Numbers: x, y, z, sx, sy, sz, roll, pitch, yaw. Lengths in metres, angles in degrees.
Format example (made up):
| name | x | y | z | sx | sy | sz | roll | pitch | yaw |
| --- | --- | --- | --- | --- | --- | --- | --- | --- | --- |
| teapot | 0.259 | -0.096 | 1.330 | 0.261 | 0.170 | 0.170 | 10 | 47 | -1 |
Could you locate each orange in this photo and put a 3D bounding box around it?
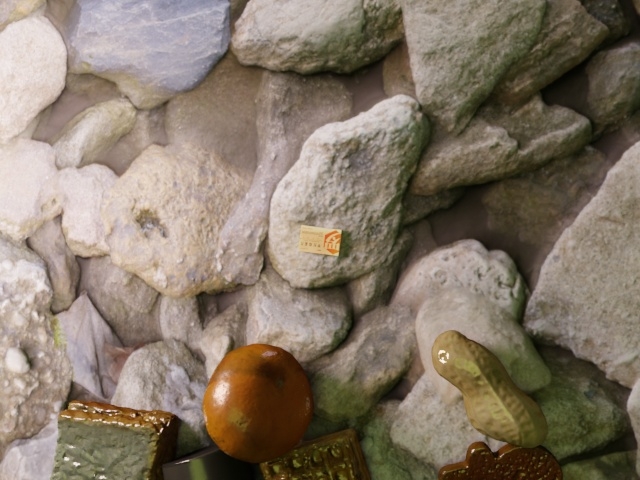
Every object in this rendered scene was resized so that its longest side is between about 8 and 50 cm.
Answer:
| name | x | y | z | sx | sy | sz | roll | pitch | yaw |
| --- | --- | --- | --- | --- | --- | --- | --- | --- | --- |
| orange | -0.130 | 0.328 | 1.198 | 0.171 | 0.240 | 0.240 | -31 | 81 | 42 |

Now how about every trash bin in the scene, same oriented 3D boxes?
| name | x | y | z | sx | sy | sz | roll | pitch | yaw |
| --- | --- | --- | --- | --- | --- | --- | --- | --- | --- |
| trash bin | -0.204 | 0.599 | 1.213 | 0.214 | 0.214 | 0.334 | -22 | 78 | 11 |

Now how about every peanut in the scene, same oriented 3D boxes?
| name | x | y | z | sx | sy | sz | roll | pitch | yaw |
| --- | --- | --- | --- | --- | --- | --- | --- | --- | --- |
| peanut | 0.323 | 0.296 | 1.160 | 0.125 | 0.111 | 0.274 | -43 | 77 | 12 |

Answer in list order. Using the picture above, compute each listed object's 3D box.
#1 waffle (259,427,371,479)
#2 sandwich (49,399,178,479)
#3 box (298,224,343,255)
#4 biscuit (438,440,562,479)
| name | x | y | z | sx | sy | sz | roll | pitch | yaw |
| --- | --- | --- | --- | --- | --- | --- | --- | --- | --- |
| waffle | 0.013 | 0.564 | 1.225 | 0.212 | 0.091 | 0.308 | -17 | 85 | 11 |
| sandwich | -0.460 | 0.533 | 1.308 | 0.262 | 0.131 | 0.326 | 5 | 90 | 11 |
| box | 0.000 | 0.000 | 1.283 | 0.092 | 0.015 | 0.058 | 7 | 88 | 13 |
| biscuit | 0.360 | 0.481 | 1.177 | 0.236 | 0.039 | 0.180 | -18 | 92 | 11 |
